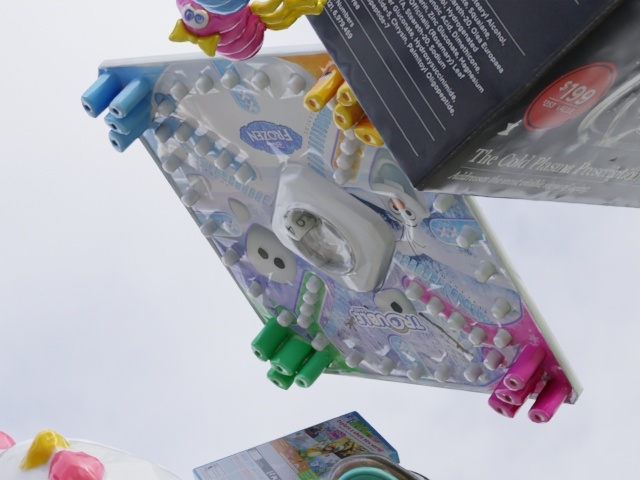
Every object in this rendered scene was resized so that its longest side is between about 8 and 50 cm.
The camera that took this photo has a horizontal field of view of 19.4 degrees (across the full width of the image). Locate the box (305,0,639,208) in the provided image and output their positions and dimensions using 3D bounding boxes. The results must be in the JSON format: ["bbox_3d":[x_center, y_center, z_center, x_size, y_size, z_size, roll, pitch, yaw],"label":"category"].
[{"bbox_3d":[0.218,-0.186,1.265,0.312,0.179,0.343,-45,-26,29],"label":"box"}]

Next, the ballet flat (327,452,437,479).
[{"bbox_3d":[0.089,0.263,1.533,0.095,0.096,0.280,-22,-65,20],"label":"ballet flat"}]

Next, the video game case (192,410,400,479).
[{"bbox_3d":[-0.024,0.205,1.696,0.166,0.119,0.015,-19,-72,-13],"label":"video game case"}]

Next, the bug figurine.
[{"bbox_3d":[-0.121,-0.173,1.086,0.072,0.279,0.216,-64,-25,-3],"label":"bug figurine"}]

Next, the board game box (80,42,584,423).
[{"bbox_3d":[0.000,0.000,1.666,0.390,0.050,0.390,2,-47,48],"label":"board game box"}]

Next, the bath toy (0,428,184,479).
[{"bbox_3d":[-0.186,0.162,0.651,0.348,0.129,0.151,-27,-31,-34],"label":"bath toy"}]
